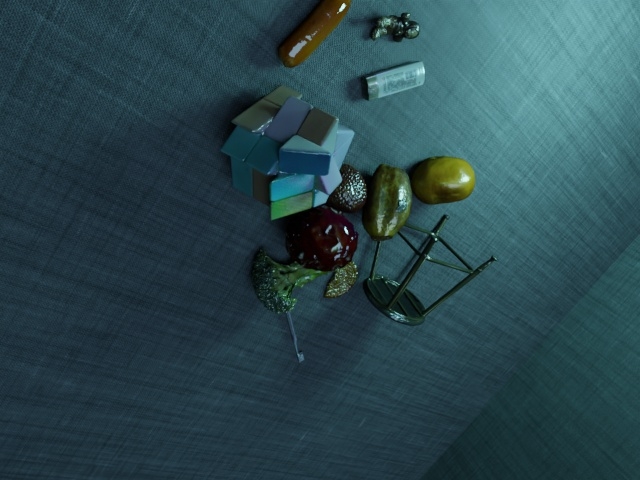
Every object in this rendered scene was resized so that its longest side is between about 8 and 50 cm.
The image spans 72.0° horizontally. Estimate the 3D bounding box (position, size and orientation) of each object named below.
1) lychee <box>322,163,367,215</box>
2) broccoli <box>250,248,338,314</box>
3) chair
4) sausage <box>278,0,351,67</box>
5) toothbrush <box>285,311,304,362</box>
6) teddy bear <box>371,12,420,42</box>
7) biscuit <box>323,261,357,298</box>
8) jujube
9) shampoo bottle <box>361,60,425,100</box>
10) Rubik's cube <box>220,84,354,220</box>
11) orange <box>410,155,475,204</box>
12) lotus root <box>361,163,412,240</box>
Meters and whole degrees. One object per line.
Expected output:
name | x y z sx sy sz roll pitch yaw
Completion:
lychee | 0.083 -0.181 1.624 0.194 0.194 0.195 -11 121 -18
broccoli | -0.093 0.163 1.752 0.361 0.221 0.252 1 81 -24
chair | 0.394 0.104 1.831 0.361 0.365 0.410 15 116 -30
sausage | -0.015 -0.661 1.368 0.089 0.083 0.300 41 95 -23
toothbrush | -0.115 0.421 1.974 0.029 0.024 0.354 -22 125 -17
teddy bear | 0.249 -0.711 1.463 0.160 0.078 0.119 1 161 -10
biscuit | 0.101 0.174 1.928 0.125 0.025 0.206 17 110 -31
jujube | 0.000 0.000 1.561 0.258 0.376 0.259 -1 95 -6
shampoo bottle | 0.258 -0.565 1.559 0.227 0.056 0.086 -21 126 -12
Rubik's cube | -0.101 -0.267 1.409 0.368 0.358 0.388 -25 140 -63
orange | 0.488 -0.245 1.747 0.248 0.249 0.184 -15 107 -15
lotus root | 0.253 -0.135 1.662 0.193 0.193 0.291 28 65 -33
